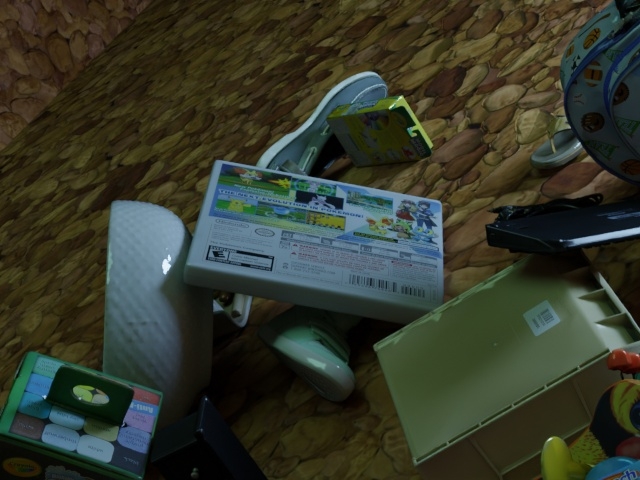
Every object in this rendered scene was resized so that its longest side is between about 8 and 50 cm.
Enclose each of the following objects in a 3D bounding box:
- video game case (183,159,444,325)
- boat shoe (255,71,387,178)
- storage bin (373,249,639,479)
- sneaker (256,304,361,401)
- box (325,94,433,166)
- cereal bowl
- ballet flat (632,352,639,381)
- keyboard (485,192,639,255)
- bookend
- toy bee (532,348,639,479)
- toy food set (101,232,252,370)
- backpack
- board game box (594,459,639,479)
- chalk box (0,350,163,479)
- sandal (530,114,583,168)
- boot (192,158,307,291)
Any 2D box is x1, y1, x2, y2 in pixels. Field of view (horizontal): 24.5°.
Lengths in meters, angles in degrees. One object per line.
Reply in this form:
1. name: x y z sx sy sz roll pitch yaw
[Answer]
1. video game case: 0.000 0.000 1.955 0.329 0.036 0.300 10 29 -2
2. boat shoe: 0.023 -0.165 2.466 0.099 0.116 0.319 30 56 29
3. storage bin: 0.207 0.150 1.533 0.260 0.123 0.262 -30 23 6
4. sneaker: 0.016 0.110 1.888 0.151 0.094 0.256 -43 21 -7
5. box: 0.100 -0.174 2.341 0.179 0.105 0.043 -1 40 51
6. cereal bowl: -0.216 0.113 1.972 0.141 0.339 0.339 1 23 -7
7. ballet flat: 0.477 0.121 1.271 0.409 0.147 0.147 -6 35 43
8. keyboard: 0.318 -0.022 1.654 0.317 0.033 0.201 -8 14 -31
9. bookend: -0.158 0.285 1.696 0.156 0.157 0.072 -26 23 15
10. toy bee: 0.275 0.188 1.296 0.298 0.195 0.162 -27 60 7
11. toy food set: -0.215 0.078 2.268 0.220 0.092 0.306 -25 24 18
12. backpack: 0.428 -0.191 1.784 0.263 0.276 0.213 -35 18 30
13. board game box: 0.254 0.264 1.192 0.210 0.160 0.047 -27 23 14
14. chalk box: -0.300 0.260 1.733 0.179 0.180 0.289 -85 17 -62
15. sandal: 0.353 -0.162 2.057 0.180 0.049 0.072 -41 24 -18
16. boot: -0.080 0.003 2.144 0.208 0.189 0.076 -46 35 -9
